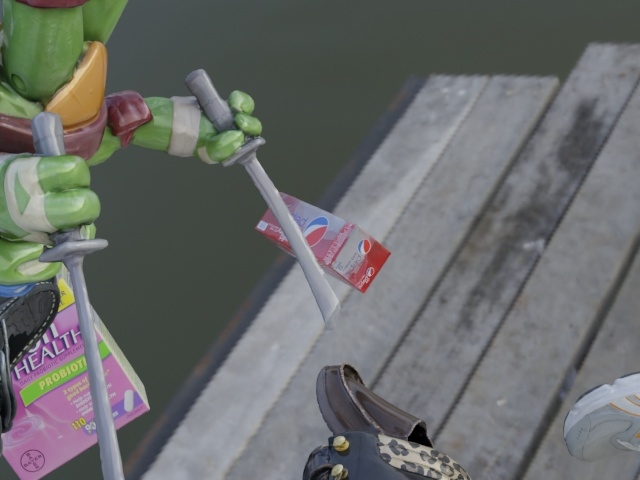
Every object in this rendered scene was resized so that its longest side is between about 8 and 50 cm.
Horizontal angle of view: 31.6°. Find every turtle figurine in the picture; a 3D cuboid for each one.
[{"bbox_3d":[-0.077,-0.065,0.530,0.198,0.266,0.275,-15,38,-41],"label":"turtle figurine"}]

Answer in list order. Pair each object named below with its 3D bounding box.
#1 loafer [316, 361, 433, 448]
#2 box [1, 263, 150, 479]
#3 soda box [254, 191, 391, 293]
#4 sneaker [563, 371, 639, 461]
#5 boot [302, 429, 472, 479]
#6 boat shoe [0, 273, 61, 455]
[{"bbox_3d":[0.120,0.326,1.815,0.130,0.134,0.366,-41,53,9],"label":"loafer"},{"bbox_3d":[-0.408,0.196,1.675,0.214,0.243,0.117,-31,15,-6],"label":"box"},{"bbox_3d":[0.000,0.000,1.892,0.083,0.092,0.263,-55,33,-6],"label":"soda box"},{"bbox_3d":[0.363,0.192,1.161,0.262,0.099,0.121,-37,51,39],"label":"sneaker"},{"bbox_3d":[-0.001,0.303,1.082,0.378,0.138,0.284,5,24,-1],"label":"boot"},{"bbox_3d":[-0.381,0.171,1.141,0.156,0.186,0.500,24,28,5],"label":"boat shoe"}]
